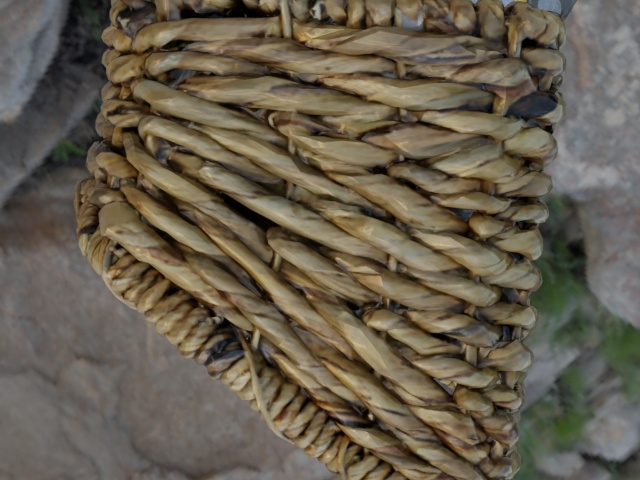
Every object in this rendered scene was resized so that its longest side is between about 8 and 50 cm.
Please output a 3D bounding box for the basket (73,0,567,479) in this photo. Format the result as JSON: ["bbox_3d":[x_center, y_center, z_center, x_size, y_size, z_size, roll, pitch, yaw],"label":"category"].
[{"bbox_3d":[0.000,0.000,0.625,0.213,0.299,0.223,6,97,8],"label":"basket"}]

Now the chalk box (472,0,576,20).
[{"bbox_3d":[0.163,-0.300,1.279,0.132,0.132,0.213,-55,142,-36],"label":"chalk box"}]
